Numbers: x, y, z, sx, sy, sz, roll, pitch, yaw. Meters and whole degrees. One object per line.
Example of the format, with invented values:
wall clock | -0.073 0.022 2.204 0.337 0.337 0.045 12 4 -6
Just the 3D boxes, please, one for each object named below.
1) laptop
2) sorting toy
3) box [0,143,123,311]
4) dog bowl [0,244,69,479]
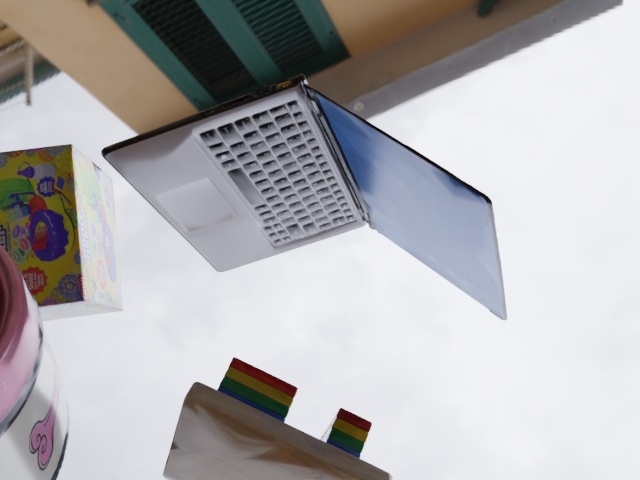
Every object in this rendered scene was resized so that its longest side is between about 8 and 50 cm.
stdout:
laptop | 0.000 0.000 0.993 0.408 0.382 0.236 -18 -118 7
sorting toy | -0.056 0.277 0.987 0.257 0.255 0.089 25 -131 1
box | -0.511 -0.003 1.472 0.177 0.279 0.289 -7 -98 -1
dog bowl | -0.405 0.106 0.587 0.408 0.408 0.150 35 -52 29
